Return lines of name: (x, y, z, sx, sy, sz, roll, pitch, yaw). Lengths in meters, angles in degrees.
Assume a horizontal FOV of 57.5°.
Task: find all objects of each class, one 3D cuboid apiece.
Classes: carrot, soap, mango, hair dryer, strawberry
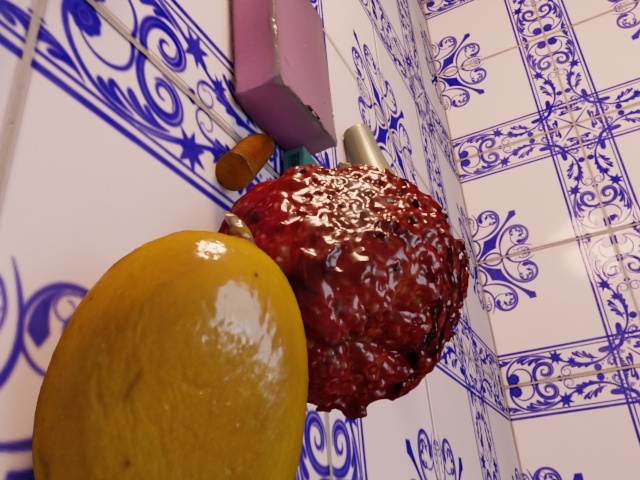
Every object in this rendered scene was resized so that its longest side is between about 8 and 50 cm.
carrot: (-0.086, -0.106, 0.715, 0.139, 0.048, 0.048, -67, 136, -61)
soap: (-0.055, -0.275, 0.855, 0.181, 0.081, 0.259, 38, 40, -57)
mango: (-0.094, 0.128, 0.386, 0.177, 0.119, 0.316, 13, 74, -28)
hair dryer: (0.083, -0.124, 1.044, 0.298, 0.119, 0.296, 53, 18, -45)
strawberry: (0.013, 0.049, 0.563, 0.220, 0.274, 0.274, -172, -114, -87)

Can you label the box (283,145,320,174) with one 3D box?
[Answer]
box: (0.000, 0.000, 0.845, 0.162, 0.041, 0.229, 46, 35, -50)
